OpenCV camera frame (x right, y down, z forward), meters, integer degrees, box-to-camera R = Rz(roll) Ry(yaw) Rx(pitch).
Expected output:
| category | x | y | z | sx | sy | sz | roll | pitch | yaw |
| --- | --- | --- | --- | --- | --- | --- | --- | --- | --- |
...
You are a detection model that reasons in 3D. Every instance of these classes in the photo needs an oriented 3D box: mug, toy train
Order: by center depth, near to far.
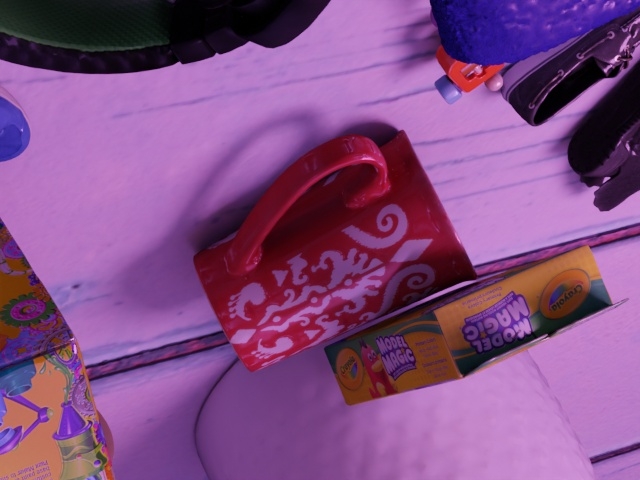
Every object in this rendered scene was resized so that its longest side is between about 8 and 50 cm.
| category | x | y | z | sx | sy | sz | roll | pitch | yaw |
| --- | --- | --- | --- | --- | --- | --- | --- | --- | --- |
| toy train | 0.123 | -0.161 | 1.256 | 0.166 | 0.046 | 0.125 | -39 | 155 | 14 |
| mug | 0.000 | -0.002 | 1.345 | 0.169 | 0.113 | 0.150 | -27 | 114 | 4 |
| mug | 0.106 | 0.254 | 1.569 | 0.276 | 0.328 | 0.374 | -32 | 150 | 3 |

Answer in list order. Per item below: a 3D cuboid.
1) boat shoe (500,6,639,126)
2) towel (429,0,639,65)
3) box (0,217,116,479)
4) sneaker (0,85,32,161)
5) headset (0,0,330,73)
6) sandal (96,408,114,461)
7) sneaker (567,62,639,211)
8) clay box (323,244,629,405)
| category | x | y | z | sx | sy | sz | roll | pitch | yaw |
| --- | --- | --- | --- | --- | --- | --- | --- | --- | --- |
| boat shoe | 0.191 | -0.128 | 1.361 | 0.142 | 0.040 | 0.049 | -34 | 149 | 7 |
| towel | 0.140 | -0.250 | 1.075 | 0.228 | 0.076 | 0.308 | -24 | 138 | -5 |
| box | -0.275 | 0.178 | 1.193 | 0.290 | 0.177 | 0.279 | -20 | 123 | -16 |
| sneaker | -0.204 | -0.055 | 1.091 | 0.058 | 0.084 | 0.152 | -37 | 149 | 11 |
| headset | -0.046 | -0.219 | 0.909 | 0.394 | 0.185 | 0.243 | -16 | 137 | 23 |
| sandal | -0.267 | 0.137 | 1.356 | 0.240 | 0.088 | 0.079 | 2 | 169 | -32 |
| sneaker | 0.247 | -0.085 | 1.468 | 0.089 | 0.051 | 0.170 | 10 | 136 | -48 |
| clay box | 0.104 | 0.058 | 1.351 | 0.127 | 0.053 | 0.222 | -22 | 178 | -25 |
